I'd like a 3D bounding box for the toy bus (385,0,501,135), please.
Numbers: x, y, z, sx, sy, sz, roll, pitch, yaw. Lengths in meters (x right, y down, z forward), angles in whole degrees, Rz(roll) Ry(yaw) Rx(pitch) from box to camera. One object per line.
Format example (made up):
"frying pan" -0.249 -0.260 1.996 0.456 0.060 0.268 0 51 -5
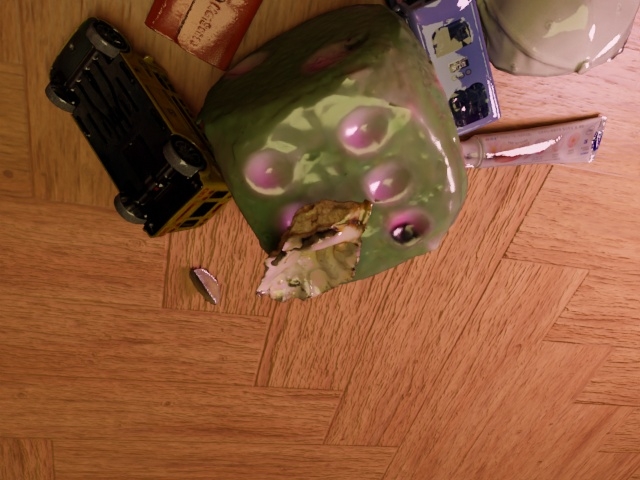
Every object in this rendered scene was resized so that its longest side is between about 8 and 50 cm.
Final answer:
"toy bus" 0.195 -0.318 0.811 0.125 0.133 0.292 -22 120 8

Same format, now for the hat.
"hat" 0.368 -0.415 0.764 0.258 0.168 0.301 -19 126 3

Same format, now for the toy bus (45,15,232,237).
"toy bus" -0.275 -0.173 0.791 0.145 0.151 0.331 -39 78 24

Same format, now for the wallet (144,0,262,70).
"wallet" -0.161 -0.380 0.775 0.142 0.045 0.204 25 118 -24

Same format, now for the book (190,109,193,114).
"book" -0.292 -0.136 0.948 0.168 0.013 0.192 -12 125 0

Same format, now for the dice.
"dice" 0.027 -0.146 0.798 0.318 0.330 0.322 -25 124 8

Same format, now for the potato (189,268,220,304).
"potato" -0.249 0.094 1.109 0.037 0.036 0.093 -13 115 45

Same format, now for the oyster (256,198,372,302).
"oyster" -0.017 0.017 0.680 0.133 0.072 0.209 0 147 -11

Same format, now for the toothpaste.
"toothpaste" 0.409 -0.184 1.002 0.323 0.066 0.100 -7 121 -10
